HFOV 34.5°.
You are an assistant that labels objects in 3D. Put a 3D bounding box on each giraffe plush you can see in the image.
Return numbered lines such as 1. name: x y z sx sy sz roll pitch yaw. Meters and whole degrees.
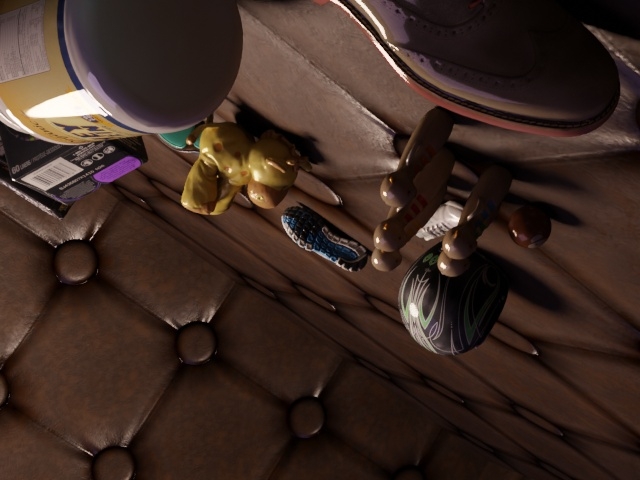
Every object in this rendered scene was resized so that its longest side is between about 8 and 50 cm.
1. giraffe plush: -0.109 -0.122 1.674 0.170 0.181 0.210 19 130 16

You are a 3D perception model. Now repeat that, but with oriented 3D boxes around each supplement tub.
1. supplement tub: -0.271 -0.234 1.254 0.316 0.228 0.228 0 148 48

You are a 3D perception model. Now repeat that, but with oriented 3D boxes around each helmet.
1. helmet: 0.204 0.098 1.644 0.169 0.161 0.169 32 169 7

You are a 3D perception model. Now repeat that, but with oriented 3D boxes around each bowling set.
1. bowling set: 0.170 -0.018 1.271 0.200 0.154 0.287 30 169 15

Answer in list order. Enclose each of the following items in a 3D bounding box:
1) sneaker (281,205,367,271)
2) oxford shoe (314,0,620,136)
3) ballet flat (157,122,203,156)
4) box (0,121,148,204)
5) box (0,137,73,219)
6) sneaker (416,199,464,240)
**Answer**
1. sneaker: 0.000 0.000 2.034 0.190 0.071 0.083 35 174 -11
2. oxford shoe: 0.092 -0.202 0.811 0.348 0.123 0.130 31 163 3
3. ballet flat: -0.220 -0.179 1.881 0.203 0.074 0.074 23 165 33
4. box: -0.399 -0.219 1.586 0.143 0.165 0.270 35 -149 -65
5. box: -0.502 -0.231 1.849 0.295 0.293 0.073 29 169 15
6. sneaker: 0.170 -0.025 1.483 0.053 0.061 0.152 42 164 -32
